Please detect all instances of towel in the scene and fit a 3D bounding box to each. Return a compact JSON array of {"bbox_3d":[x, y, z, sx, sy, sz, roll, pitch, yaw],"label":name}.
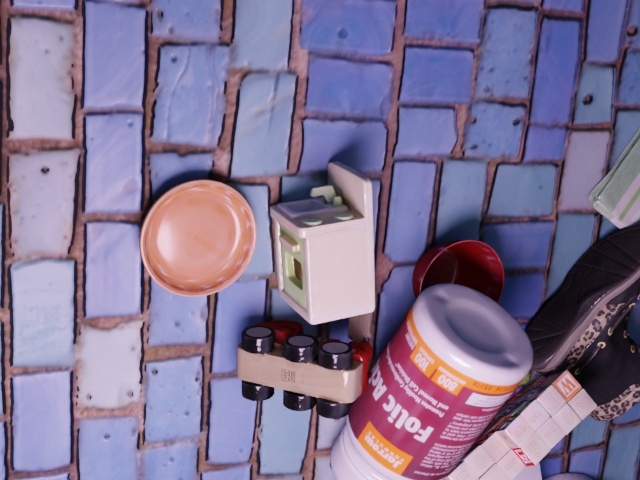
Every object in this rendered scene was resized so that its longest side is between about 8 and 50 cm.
[{"bbox_3d":[0.718,-0.086,2.012,0.325,0.038,0.248,39,86,-28],"label":"towel"}]

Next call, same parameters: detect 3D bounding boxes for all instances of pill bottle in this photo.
[{"bbox_3d":[0.181,0.286,1.703,0.224,0.224,0.392,11,125,-28],"label":"pill bottle"}]

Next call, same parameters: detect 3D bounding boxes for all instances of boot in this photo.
[{"bbox_3d":[0.607,0.177,1.979,0.377,0.138,0.284,-49,121,-4],"label":"boot"}]

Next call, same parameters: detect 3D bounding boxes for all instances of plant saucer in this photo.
[{"bbox_3d":[-0.203,-0.006,1.595,0.200,0.037,0.200,-8,109,-24],"label":"plant saucer"}]

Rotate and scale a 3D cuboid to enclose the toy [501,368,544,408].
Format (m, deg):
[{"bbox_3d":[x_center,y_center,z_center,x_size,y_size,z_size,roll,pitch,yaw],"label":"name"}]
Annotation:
[{"bbox_3d":[0.376,0.281,1.951,0.137,0.056,0.237,-48,119,-4],"label":"toy"}]

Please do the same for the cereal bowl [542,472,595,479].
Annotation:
[{"bbox_3d":[0.543,0.690,2.112,0.338,0.141,0.339,-8,110,-24],"label":"cereal bowl"}]

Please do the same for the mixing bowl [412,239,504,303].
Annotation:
[{"bbox_3d":[0.240,0.073,1.795,0.181,0.098,0.182,-8,110,-23],"label":"mixing bowl"}]

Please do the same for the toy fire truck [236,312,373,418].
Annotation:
[{"bbox_3d":[-0.003,0.175,1.686,0.246,0.217,0.159,-32,127,-62],"label":"toy fire truck"}]

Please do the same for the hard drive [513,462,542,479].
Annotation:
[{"bbox_3d":[0.288,0.525,1.948,0.353,0.047,0.233,-25,122,-16],"label":"hard drive"}]

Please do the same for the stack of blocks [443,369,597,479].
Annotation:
[{"bbox_3d":[0.358,0.378,1.817,0.297,0.171,0.087,-38,85,-17],"label":"stack of blocks"}]

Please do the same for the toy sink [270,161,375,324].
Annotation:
[{"bbox_3d":[0.000,0.000,1.628,0.131,0.153,0.234,-10,111,-22],"label":"toy sink"}]
